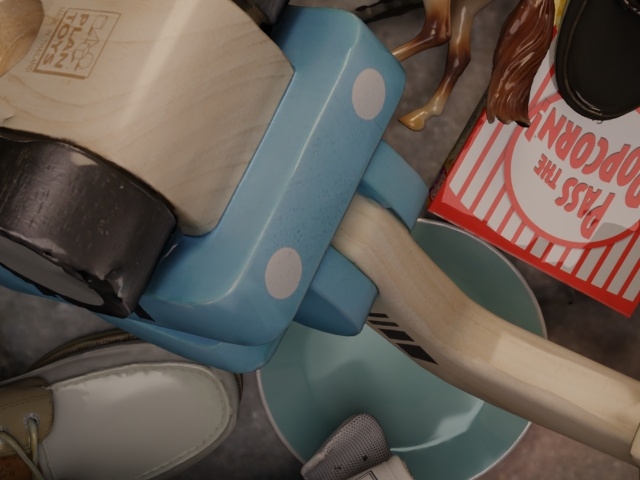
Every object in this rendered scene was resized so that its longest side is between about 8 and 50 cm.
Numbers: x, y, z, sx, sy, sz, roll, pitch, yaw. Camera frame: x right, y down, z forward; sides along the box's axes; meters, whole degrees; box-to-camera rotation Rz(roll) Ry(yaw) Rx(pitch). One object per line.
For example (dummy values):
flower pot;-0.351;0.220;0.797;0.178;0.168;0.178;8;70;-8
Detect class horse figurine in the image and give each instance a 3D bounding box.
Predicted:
horse figurine;0.042;-0.179;1.088;0.263;0.066;0.174;37;98;2

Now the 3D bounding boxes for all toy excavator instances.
toy excavator;0.000;0.000;1.044;0.445;0.433;0.222;40;68;-45

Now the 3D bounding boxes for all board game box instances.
board game box;0.174;-0.071;1.131;0.146;0.045;0.193;27;102;-6

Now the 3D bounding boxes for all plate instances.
plate;0.052;0.075;1.176;0.188;0.024;0.188;0;103;0

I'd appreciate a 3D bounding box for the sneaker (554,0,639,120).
sneaker;0.189;-0.138;1.004;0.083;0.118;0.222;31;125;-2

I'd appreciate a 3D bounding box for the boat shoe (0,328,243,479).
boat shoe;-0.192;0.140;1.147;0.302;0.103;0.113;-19;103;4

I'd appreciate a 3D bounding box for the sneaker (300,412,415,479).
sneaker;-0.055;0.186;1.087;0.210;0.137;0.366;-46;132;11
